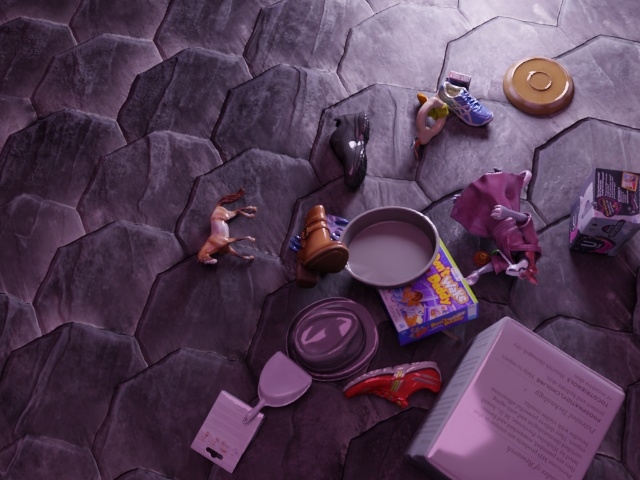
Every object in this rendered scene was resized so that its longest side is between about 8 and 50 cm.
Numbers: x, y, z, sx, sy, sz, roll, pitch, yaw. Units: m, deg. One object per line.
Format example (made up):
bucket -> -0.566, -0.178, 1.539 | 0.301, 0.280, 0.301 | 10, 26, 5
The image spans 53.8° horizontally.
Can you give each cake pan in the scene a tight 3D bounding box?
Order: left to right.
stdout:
cake pan -> 0.196, 0.025, 1.821 | 0.293, 0.054, 0.293 | -7, 49, 8

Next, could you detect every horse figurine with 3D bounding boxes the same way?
horse figurine -> -0.292, -0.039, 1.993 | 0.174, 0.066, 0.263 | 1, 70, -1

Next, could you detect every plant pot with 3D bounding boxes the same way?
plant pot -> 0.737, -0.530, 2.127 | 0.236, 0.032, 0.236 | -2, 69, 4

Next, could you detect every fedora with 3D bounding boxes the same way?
fedora -> 0.029, 0.270, 1.807 | 0.275, 0.124, 0.243 | -19, 68, -3

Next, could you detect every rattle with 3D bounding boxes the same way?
rattle -> 0.318, -0.383, 2.083 | 0.143, 0.130, 0.199 | 33, 100, 27

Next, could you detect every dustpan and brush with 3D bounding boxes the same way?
dustpan and brush -> -0.141, 0.427, 1.765 | 0.147, 0.060, 0.211 | 34, 57, 30

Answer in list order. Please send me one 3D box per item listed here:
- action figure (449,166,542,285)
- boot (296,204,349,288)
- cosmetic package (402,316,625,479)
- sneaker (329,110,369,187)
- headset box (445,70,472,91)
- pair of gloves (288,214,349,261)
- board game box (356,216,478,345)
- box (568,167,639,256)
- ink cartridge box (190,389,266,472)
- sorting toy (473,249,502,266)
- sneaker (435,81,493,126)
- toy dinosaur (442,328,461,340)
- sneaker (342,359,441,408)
action figure -> 0.542, -0.016, 1.842 | 0.276, 0.248, 0.370 | -3, 50, -30
boot -> 0.007, -0.003, 1.828 | 0.109, 0.283, 0.220 | 13, 63, -13
cosmetic package -> 0.458, 0.462, 1.567 | 0.327, 0.329, 0.393 | 33, 74, 8
sneaker -> 0.090, -0.293, 2.056 | 0.130, 0.109, 0.286 | 0, 58, 11
headset box -> 0.464, -0.536, 2.135 | 0.083, 0.062, 0.032 | 18, 70, 11
pair of gloves -> 0.000, 0.000, 1.975 | 0.159, 0.023, 0.198 | 33, 78, 14
board game box -> 0.271, 0.108, 1.822 | 0.233, 0.078, 0.347 | -20, 49, -4
box -> 0.816, -0.075, 1.817 | 0.142, 0.247, 0.163 | 8, 69, 10
ink cartridge box -> -0.257, 0.535, 1.775 | 0.145, 0.045, 0.179 | 27, 82, 14
sorting toy -> 0.515, 0.053, 1.900 | 0.102, 0.042, 0.061 | -9, 67, 1
sneaker -> 0.475, -0.450, 2.088 | 0.211, 0.081, 0.080 | 31, 72, 14
toy dinosaur -> 0.282, 0.214, 1.847 | 0.118, 0.064, 0.268 | -34, 72, -16
sneaker -> 0.201, 0.409, 1.750 | 0.279, 0.107, 0.118 | -12, 73, 0
